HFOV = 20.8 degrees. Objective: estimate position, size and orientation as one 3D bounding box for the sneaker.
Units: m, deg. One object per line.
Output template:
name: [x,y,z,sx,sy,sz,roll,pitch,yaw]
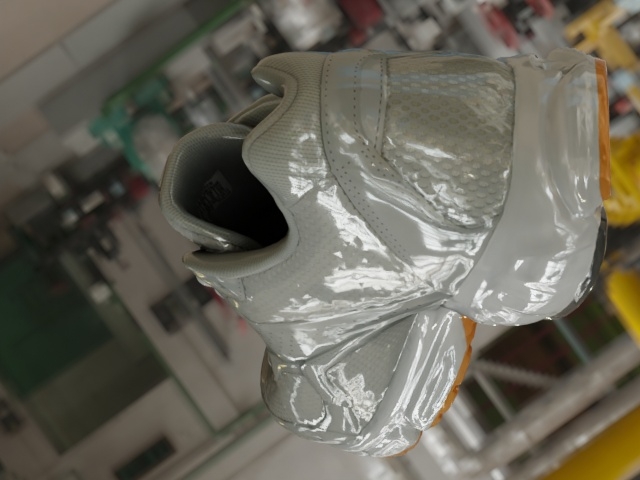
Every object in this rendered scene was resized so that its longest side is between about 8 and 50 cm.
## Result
sneaker: [0.000,0.000,0.591,0.262,0.121,0.099,122,-24,-63]
